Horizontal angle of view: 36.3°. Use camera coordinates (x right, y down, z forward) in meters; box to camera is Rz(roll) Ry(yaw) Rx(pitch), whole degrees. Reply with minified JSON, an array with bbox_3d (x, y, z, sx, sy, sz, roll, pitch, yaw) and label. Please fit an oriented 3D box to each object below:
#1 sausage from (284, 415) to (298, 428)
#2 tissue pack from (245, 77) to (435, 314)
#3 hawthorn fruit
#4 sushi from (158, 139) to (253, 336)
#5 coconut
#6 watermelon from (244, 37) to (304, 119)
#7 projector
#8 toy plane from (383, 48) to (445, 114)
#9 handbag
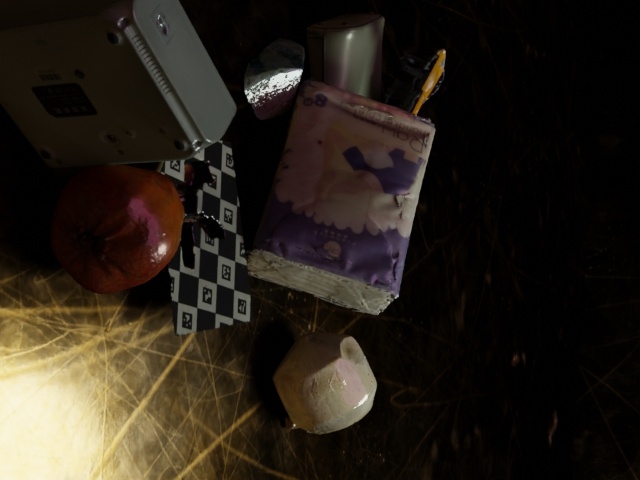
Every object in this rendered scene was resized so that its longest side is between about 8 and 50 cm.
[{"bbox_3d":[-0.027,0.309,1.691,0.116,0.026,0.026,5,85,-61],"label":"sausage"},{"bbox_3d":[0.034,-0.076,1.587,0.125,0.242,0.343,118,-11,-61],"label":"tissue pack"},{"bbox_3d":[-0.234,-0.050,1.228,0.285,0.165,0.165,-76,153,-60],"label":"hawthorn fruit"},{"bbox_3d":[-0.181,-0.011,1.393,0.192,0.043,0.279,-3,86,-61],"label":"sushi"},{"bbox_3d":[0.002,0.229,1.616,0.161,0.161,0.162,-31,97,-58],"label":"coconut"},{"bbox_3d":[-0.066,-0.276,1.620,0.094,0.081,0.180,93,19,-57],"label":"watermelon"},{"bbox_3d":[-0.245,-0.181,1.065,0.198,0.250,0.108,62,38,-41],"label":"projector"},{"bbox_3d":[0.159,-0.259,1.787,0.316,0.103,0.204,101,12,-61],"label":"toy plane"},{"bbox_3d":[0.061,-0.253,1.797,0.241,0.109,0.315,-37,125,-57],"label":"handbag"}]
